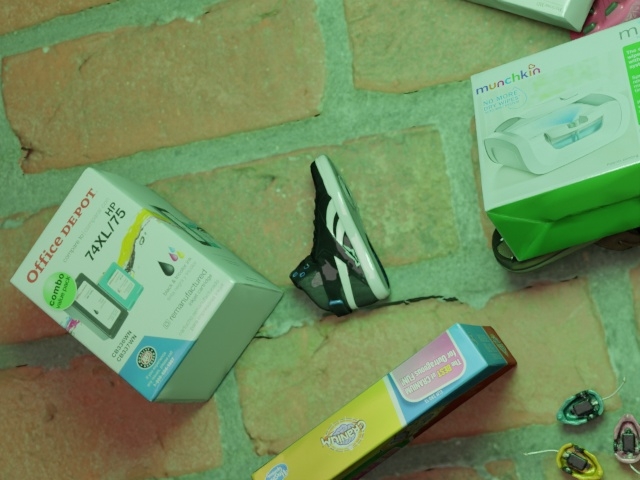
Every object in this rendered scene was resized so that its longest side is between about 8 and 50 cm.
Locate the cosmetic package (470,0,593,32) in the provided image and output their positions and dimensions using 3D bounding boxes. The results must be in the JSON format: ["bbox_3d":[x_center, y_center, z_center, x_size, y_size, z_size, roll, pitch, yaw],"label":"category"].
[{"bbox_3d":[0.249,-0.354,1.699,0.239,0.060,0.098,24,93,37],"label":"cosmetic package"}]

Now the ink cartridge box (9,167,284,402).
[{"bbox_3d":[-0.235,0.064,1.773,0.270,0.197,0.198,36,95,18],"label":"ink cartridge box"}]

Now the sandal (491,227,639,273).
[{"bbox_3d":[0.367,-0.033,1.653,0.303,0.086,0.120,-22,42,13],"label":"sandal"}]

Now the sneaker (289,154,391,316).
[{"bbox_3d":[0.000,0.000,1.767,0.121,0.079,0.216,-25,79,12],"label":"sneaker"}]

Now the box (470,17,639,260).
[{"bbox_3d":[0.335,-0.128,1.596,0.262,0.127,0.231,-17,50,22],"label":"box"}]

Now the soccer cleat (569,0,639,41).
[{"bbox_3d":[0.464,-0.349,1.642,0.331,0.143,0.116,-50,28,25],"label":"soccer cleat"}]

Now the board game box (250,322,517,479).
[{"bbox_3d":[0.088,0.222,1.632,0.316,0.242,0.064,-38,76,11],"label":"board game box"}]

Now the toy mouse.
[{"bbox_3d":[0.361,0.239,1.653,0.161,0.031,0.143,22,91,18],"label":"toy mouse"}]
